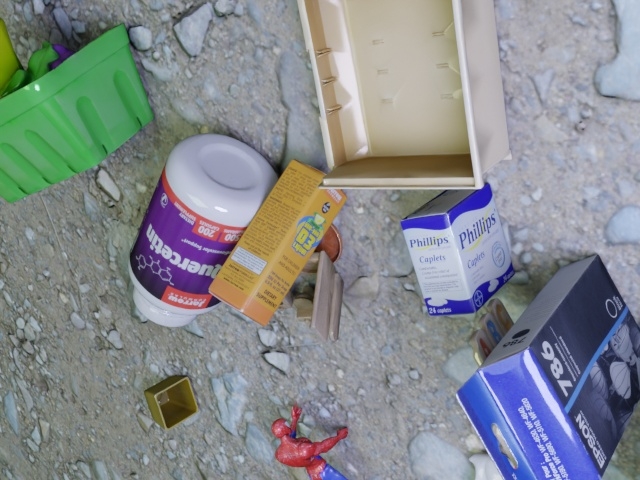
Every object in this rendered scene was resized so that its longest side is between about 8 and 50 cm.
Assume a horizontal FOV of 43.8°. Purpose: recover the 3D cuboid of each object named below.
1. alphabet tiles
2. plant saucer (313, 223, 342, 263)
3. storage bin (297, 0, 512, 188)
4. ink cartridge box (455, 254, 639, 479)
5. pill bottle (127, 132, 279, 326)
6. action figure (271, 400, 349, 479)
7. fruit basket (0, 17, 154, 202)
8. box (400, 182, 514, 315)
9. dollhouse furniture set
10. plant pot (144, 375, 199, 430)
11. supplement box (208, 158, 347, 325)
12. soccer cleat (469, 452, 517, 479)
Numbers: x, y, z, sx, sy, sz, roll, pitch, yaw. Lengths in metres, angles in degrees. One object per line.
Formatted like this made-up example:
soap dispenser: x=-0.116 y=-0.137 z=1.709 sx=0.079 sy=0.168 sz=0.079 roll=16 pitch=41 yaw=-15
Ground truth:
alphabet tiles: x=0.271 y=0.211 z=0.970 sx=0.021 sy=0.284 sz=0.278 roll=-29 pitch=93 yaw=27
plant saucer: x=0.000 y=0.000 z=1.251 sx=0.083 sy=0.013 sz=0.084 roll=16 pitch=120 yaw=30
storage bin: x=0.092 y=-0.208 z=1.010 sx=0.260 sy=0.123 sz=0.262 roll=2 pitch=113 yaw=36
ink cartridge box: x=0.281 y=0.153 z=0.899 sx=0.065 sy=0.332 sz=0.165 roll=-26 pitch=95 yaw=42
pill bottle: x=-0.201 y=-0.004 z=1.288 sx=0.181 sy=0.181 sz=0.323 roll=42 pitch=130 yaw=13
action figure: x=0.019 y=0.379 z=1.378 sx=0.091 sy=0.139 sz=0.280 roll=-22 pitch=119 yaw=38
fruit basket: x=-0.521 y=-0.269 z=1.333 sx=0.392 sy=0.283 sz=0.392 roll=18 pitch=134 yaw=20
box: x=0.183 y=0.011 z=1.043 sx=0.072 sy=0.126 sz=0.137 roll=-9 pitch=106 yaw=40
dollhouse furniture set: x=-0.048 y=0.108 z=1.229 sx=0.151 sy=0.123 sz=0.144 roll=-4 pitch=149 yaw=19
plant pot: x=-0.307 y=0.319 z=1.593 sx=0.083 sy=0.081 sz=0.082 roll=3 pitch=113 yaw=49
supplement box: x=-0.060 y=0.002 z=1.160 sx=0.080 sy=0.078 sz=0.233 roll=25 pitch=81 yaw=34
soccer cleat: x=0.266 y=0.414 z=1.217 sx=0.076 sy=0.068 sz=0.196 roll=7 pitch=108 yaw=40
